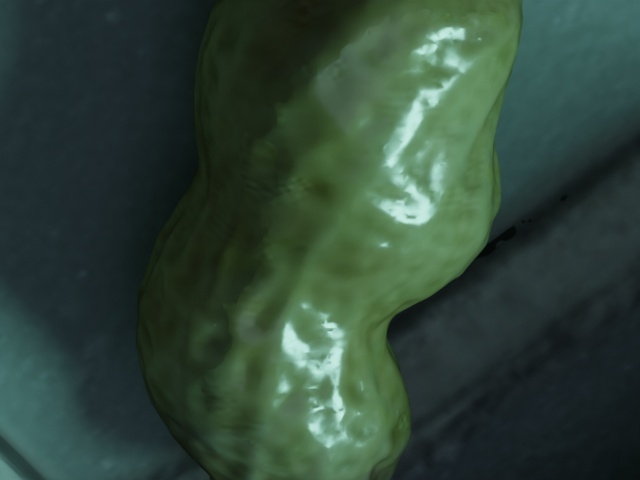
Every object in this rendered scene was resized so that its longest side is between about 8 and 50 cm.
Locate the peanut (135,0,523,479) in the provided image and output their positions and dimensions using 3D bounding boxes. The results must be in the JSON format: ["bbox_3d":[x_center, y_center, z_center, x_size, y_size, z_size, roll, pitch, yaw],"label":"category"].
[{"bbox_3d":[0.000,0.000,0.593,0.104,0.086,0.228,9,115,-19],"label":"peanut"}]
